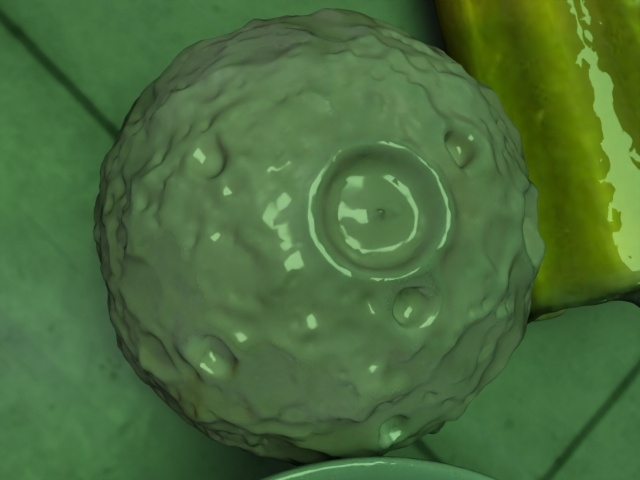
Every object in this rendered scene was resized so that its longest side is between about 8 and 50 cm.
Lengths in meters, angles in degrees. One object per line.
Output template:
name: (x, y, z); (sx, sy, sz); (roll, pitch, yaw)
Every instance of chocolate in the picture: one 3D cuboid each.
chocolate: (0.151, -0.170, 0.673); (0.162, 0.162, 0.445); (-13, 85, -16)

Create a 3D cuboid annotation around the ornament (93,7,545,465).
ornament: (0.000, 0.000, 0.577); (0.260, 0.225, 0.259); (2, 81, -14)

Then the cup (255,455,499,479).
cup: (0.005, 0.279, 0.568); (0.347, 0.163, 0.347); (0, 89, -14)
